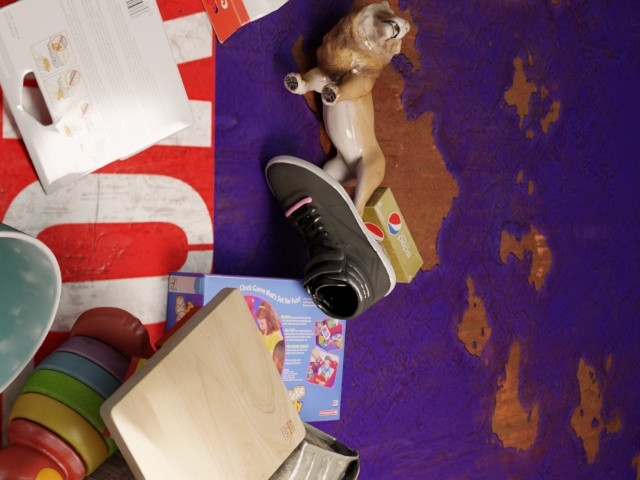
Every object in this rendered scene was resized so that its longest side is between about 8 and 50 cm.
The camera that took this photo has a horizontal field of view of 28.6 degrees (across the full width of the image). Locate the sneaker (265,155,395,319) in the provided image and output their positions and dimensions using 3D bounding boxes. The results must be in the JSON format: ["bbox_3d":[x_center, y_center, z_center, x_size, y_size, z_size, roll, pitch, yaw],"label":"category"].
[{"bbox_3d":[0.000,0.000,2.004,0.296,0.104,0.147,52,32,-8],"label":"sneaker"}]

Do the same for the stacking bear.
[{"bbox_3d":[-0.335,0.248,1.640,0.289,0.164,0.175,-56,130,-35],"label":"stacking bear"}]

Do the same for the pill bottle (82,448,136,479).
[{"bbox_3d":[-0.276,0.367,1.719,0.283,0.160,0.160,-45,125,-36],"label":"pill bottle"}]

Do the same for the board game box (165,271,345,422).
[{"bbox_3d":[-0.097,0.173,1.993,0.347,0.078,0.234,6,87,-51],"label":"board game box"}]

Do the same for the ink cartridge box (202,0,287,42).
[{"bbox_3d":[-0.119,-0.414,1.958,0.179,0.045,0.145,-49,127,-40],"label":"ink cartridge box"}]

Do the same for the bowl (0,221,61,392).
[{"bbox_3d":[-0.466,0.070,1.421,0.311,0.163,0.312,-36,152,-23],"label":"bowl"}]

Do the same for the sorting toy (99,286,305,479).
[{"bbox_3d":[-0.167,0.235,1.649,0.255,0.089,0.257,-45,124,-37],"label":"sorting toy"}]

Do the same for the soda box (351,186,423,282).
[{"bbox_3d":[0.119,-0.009,2.255,0.058,0.061,0.181,-53,130,-35],"label":"soda box"}]

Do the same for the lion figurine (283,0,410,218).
[{"bbox_3d":[0.053,-0.200,2.133,0.240,0.142,0.392,-33,131,-53],"label":"lion figurine"}]

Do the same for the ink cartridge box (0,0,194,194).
[{"bbox_3d":[-0.317,-0.231,1.694,0.238,0.060,0.275,-28,125,-19],"label":"ink cartridge box"}]

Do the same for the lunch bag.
[{"bbox_3d":[-0.064,0.396,1.930,0.235,0.169,0.287,-57,148,-1],"label":"lunch bag"}]
